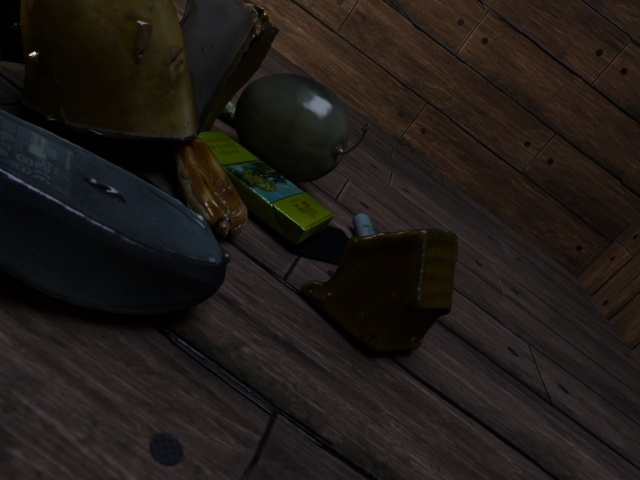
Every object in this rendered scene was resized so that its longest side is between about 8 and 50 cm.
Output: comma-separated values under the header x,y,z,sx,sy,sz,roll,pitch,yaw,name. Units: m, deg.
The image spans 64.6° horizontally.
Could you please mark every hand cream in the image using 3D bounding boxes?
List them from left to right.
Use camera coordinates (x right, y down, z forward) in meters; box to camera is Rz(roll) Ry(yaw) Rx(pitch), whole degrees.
x,y,z,sx,sy,sz,roll,pitch,yaw,name
0.119,0.006,1.250,0.076,0.047,0.174,25,33,-34,hand cream

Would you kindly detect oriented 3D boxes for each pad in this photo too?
x,y,z,sx,sy,sz,roll,pitch,yaw,name
0.000,0.000,1.122,0.264,0.009,0.160,17,29,-44,pad

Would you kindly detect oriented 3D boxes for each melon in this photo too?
x,y,z,sx,sy,sz,roll,pitch,yaw,name
-0.066,-0.277,1.248,0.271,0.272,0.308,5,43,-53,melon

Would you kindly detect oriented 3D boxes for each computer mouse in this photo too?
x,y,z,sx,sy,sz,roll,pitch,yaw,name
-0.279,-0.021,0.590,0.373,0.114,0.203,31,18,-36,computer mouse

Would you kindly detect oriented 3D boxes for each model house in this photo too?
x,y,z,sx,sy,sz,roll,pitch,yaw,name
0.149,0.066,0.899,0.267,0.239,0.173,6,36,-50,model house

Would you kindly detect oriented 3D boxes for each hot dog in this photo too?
x,y,z,sx,sy,sz,roll,pitch,yaw,name
-0.211,-0.102,0.916,0.109,0.072,0.270,17,31,-45,hot dog

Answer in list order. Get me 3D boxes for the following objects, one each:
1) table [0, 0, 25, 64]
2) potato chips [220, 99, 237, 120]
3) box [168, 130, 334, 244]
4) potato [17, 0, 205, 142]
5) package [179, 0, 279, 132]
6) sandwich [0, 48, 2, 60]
x,y,z,sx,sy,sz,roll,pitch,yaw,name
-0.558,-0.433,0.882,0.172,0.193,0.169,40,21,7,table
-0.265,-0.379,1.461,0.201,0.029,0.220,29,20,-19,potato chips
-0.139,-0.121,1.076,0.334,0.047,0.187,37,21,8,box
-0.321,-0.346,0.864,0.289,0.296,0.397,23,23,10,potato
-0.219,-0.382,1.140,0.165,0.311,0.221,42,21,18,package
-0.521,-0.242,0.663,0.099,0.288,0.255,19,71,-23,sandwich
